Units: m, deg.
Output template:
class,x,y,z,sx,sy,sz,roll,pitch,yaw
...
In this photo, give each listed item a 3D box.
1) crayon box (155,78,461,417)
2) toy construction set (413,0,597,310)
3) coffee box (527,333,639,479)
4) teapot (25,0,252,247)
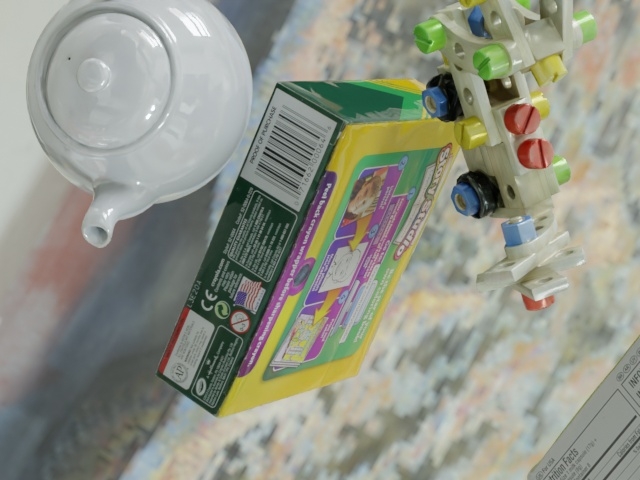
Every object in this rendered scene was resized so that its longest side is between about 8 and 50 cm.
class,x,y,z,sx,sy,sz,roll,pitch,yaw
crayon box,0.000,0.000,1.969,0.313,0.106,0.363,-11,129,-60
toy construction set,0.184,-0.102,1.626,0.151,0.215,0.327,-8,96,-27
coffee box,0.473,0.207,1.640,0.338,0.334,0.338,-5,137,-46
teapot,-0.198,-0.162,1.769,0.252,0.256,0.187,-45,166,8
